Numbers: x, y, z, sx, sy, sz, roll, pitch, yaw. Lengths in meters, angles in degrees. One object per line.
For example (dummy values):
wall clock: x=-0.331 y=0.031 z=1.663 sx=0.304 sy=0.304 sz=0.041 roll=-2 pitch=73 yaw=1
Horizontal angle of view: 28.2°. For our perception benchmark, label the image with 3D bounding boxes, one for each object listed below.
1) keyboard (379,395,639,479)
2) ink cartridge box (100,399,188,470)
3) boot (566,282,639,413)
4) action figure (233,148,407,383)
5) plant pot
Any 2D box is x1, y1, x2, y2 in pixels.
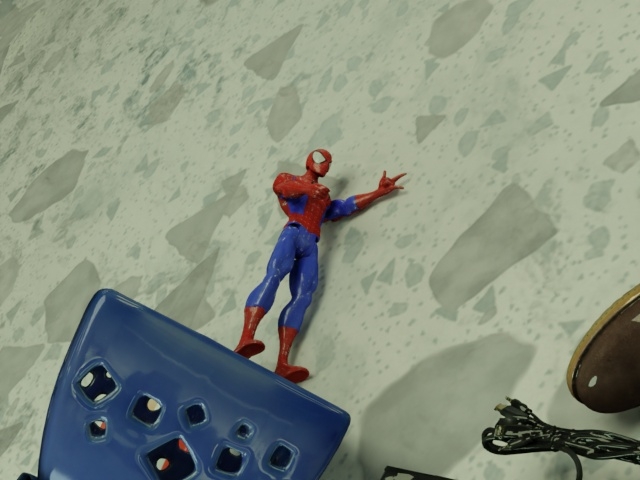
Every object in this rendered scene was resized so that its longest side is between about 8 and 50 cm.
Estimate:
keyboard: x=0.164 y=0.205 z=0.870 sx=0.317 sy=0.033 sz=0.201 roll=6 pitch=53 yaw=40
ink cartridge box: x=-0.172 y=0.210 z=1.339 sx=0.179 sy=0.045 sz=0.145 roll=-9 pitch=50 yaw=48
boot: x=0.295 y=0.100 z=0.866 sx=0.248 sy=0.090 sz=0.206 roll=-32 pitch=34 yaw=18
action figure: x=0.000 y=0.000 z=1.315 sx=0.139 sy=0.091 sz=0.280 roll=-28 pitch=38 yaw=38
plant pot: x=-0.138 y=0.189 z=1.096 sx=0.212 sy=0.236 sz=0.236 roll=-63 pitch=7 yaw=-10
